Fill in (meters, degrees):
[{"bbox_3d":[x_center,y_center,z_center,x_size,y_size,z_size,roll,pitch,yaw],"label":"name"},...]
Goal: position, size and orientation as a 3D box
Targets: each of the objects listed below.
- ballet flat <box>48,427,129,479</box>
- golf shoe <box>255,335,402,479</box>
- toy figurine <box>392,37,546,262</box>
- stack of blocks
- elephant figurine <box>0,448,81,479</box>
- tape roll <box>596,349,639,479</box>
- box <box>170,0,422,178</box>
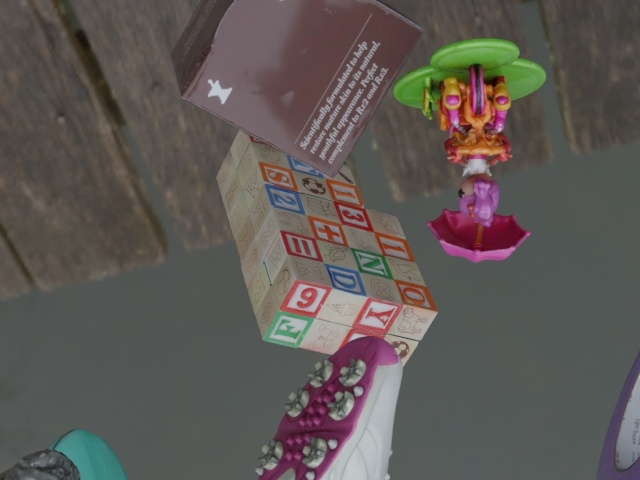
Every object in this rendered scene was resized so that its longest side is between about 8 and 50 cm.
[{"bbox_3d":[-0.142,0.249,0.930,0.087,0.247,0.083,7,-178,37],"label":"ballet flat"},{"bbox_3d":[0.012,0.234,1.205,0.140,0.306,0.115,29,169,-28],"label":"golf shoe"},{"bbox_3d":[0.131,-0.063,1.168,0.130,0.159,0.173,-5,168,0],"label":"toy figurine"},{"bbox_3d":[0.000,0.000,1.588,0.171,0.297,0.087,13,123,-26],"label":"stack of blocks"},{"bbox_3d":[-0.099,0.215,0.566,0.239,0.169,0.186,-47,162,10],"label":"elephant figurine"},{"bbox_3d":[0.377,0.166,1.448,0.090,0.275,0.275,23,132,2],"label":"tape roll"},{"bbox_3d":[-0.030,-0.189,1.368,0.167,0.203,0.168,28,102,-16],"label":"box"}]
